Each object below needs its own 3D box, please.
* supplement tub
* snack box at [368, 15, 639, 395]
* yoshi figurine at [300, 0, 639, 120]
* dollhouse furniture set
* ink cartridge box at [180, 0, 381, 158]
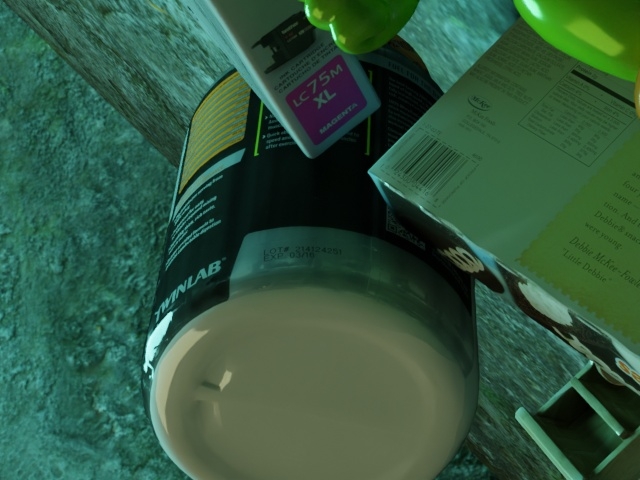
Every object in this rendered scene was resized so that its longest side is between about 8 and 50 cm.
[{"bbox_3d":[0.000,0.000,0.989,0.193,0.194,0.316,50,-154,-30],"label":"supplement tub"},{"bbox_3d":[0.195,-0.012,0.758,0.322,0.187,0.060,38,169,39],"label":"snack box"},{"bbox_3d":[0.057,-0.192,0.630,0.362,0.204,0.203,42,155,30],"label":"yoshi figurine"},{"bbox_3d":[0.169,0.051,1.109,0.242,0.161,0.212,43,-175,-29],"label":"dollhouse furniture set"},{"bbox_3d":[-0.079,-0.186,0.804,0.186,0.065,0.311,51,-179,32],"label":"ink cartridge box"}]
